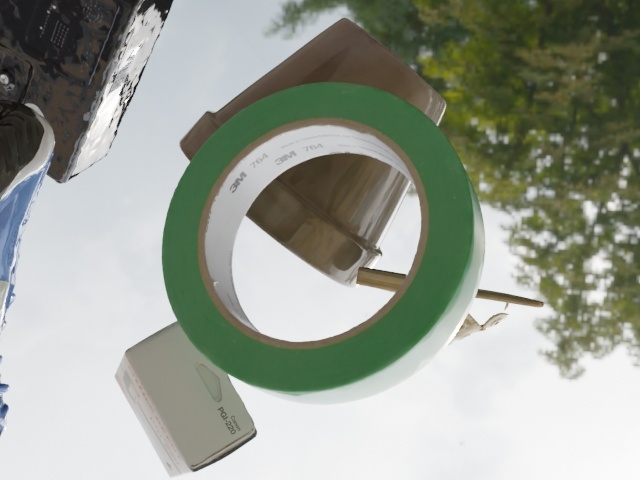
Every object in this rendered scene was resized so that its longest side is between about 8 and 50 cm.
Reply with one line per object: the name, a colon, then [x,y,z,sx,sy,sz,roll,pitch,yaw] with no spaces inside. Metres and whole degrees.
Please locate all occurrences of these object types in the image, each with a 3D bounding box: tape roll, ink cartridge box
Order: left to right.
ink cartridge box: [-0.166,0.192,1.195,0.092,0.158,0.218,-28,174,-22]
tape roll: [0.000,0.000,1.010,0.321,0.321,0.077,7,165,21]

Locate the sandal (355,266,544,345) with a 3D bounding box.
sandal: [0.160,0.094,1.293,0.240,0.079,0.088,11,-178,6]

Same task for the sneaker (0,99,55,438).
sneaker: [-0.164,0.041,0.411,0.080,0.211,0.081,29,179,43]

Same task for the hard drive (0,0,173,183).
hard drive: [-0.233,-0.219,0.578,0.339,0.237,0.064,33,-147,4]

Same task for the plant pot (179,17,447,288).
plant pot: [0.017,-0.138,1.389,0.280,0.323,0.323,-49,-153,7]
